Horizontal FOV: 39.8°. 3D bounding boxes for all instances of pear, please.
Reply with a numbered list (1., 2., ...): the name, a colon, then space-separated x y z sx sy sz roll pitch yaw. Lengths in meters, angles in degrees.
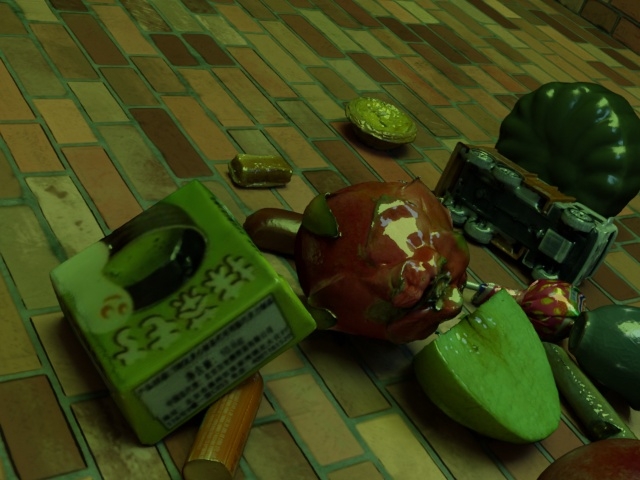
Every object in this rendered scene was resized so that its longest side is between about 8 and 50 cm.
1. pear: 0.279 0.236 1.450 0.239 0.139 0.288 48 35 13

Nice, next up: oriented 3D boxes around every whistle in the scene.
1. whistle: 0.473 0.297 1.524 0.068 0.057 0.326 10 33 -31

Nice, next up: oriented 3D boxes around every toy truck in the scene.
1. toy truck: 0.453 -0.059 1.930 0.387 0.173 0.207 39 28 31

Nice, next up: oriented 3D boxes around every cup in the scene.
1. cup: 0.529 0.187 1.584 0.150 0.199 0.199 20 33 1

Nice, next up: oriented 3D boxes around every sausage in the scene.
1. sausage: 0.000 0.000 1.680 0.300 0.083 0.089 17 45 -3
2. sausage: -0.129 0.252 1.256 0.071 0.071 0.234 20 32 -1

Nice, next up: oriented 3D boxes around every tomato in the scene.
1. tomato: 0.411 0.391 1.180 0.265 0.265 0.265 14 33 -9

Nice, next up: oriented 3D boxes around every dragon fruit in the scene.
1. dragon fruit: 0.102 0.065 1.454 0.305 0.305 0.226 8 42 -18

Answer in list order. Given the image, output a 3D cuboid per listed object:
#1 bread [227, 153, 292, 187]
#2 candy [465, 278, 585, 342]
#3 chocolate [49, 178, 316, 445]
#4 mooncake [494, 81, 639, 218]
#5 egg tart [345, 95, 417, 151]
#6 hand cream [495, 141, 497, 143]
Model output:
1. bread: -0.126 -0.146 1.856 0.132 0.053 0.074 -5 44 -33
2. candy: 0.328 0.099 1.703 0.365 0.124 0.124 15 32 6
3. chocolate: -0.210 0.087 1.276 0.301 0.137 0.289 -35 56 -11
4. mooncake: 0.594 -0.208 2.094 0.187 0.351 0.351 -3 38 -50
5. egg tart: 0.144 -0.279 2.172 0.191 0.074 0.191 15 33 -10
6. hand cream: 0.564 -0.265 2.412 0.174 0.047 0.076 -17 48 -32
